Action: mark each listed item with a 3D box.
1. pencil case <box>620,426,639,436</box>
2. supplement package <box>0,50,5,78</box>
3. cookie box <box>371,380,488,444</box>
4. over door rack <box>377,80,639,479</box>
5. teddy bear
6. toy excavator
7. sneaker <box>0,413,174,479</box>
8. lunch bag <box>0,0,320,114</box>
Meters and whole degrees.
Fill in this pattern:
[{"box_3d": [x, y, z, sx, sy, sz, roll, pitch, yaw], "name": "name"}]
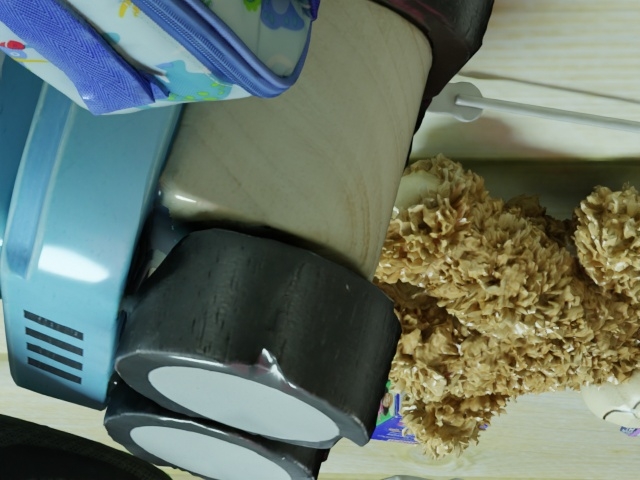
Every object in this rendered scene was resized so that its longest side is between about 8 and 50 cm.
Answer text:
[{"box_3d": [0.334, 0.118, 1.395, 0.206, 0.086, 0.088, 4, 134, -8], "name": "pencil case"}, {"box_3d": [-0.279, -0.092, 0.660, 0.262, 0.199, 0.198, -7, 160, 31], "name": "supplement package"}, {"box_3d": [0.092, 0.157, 1.609, 0.091, 0.040, 0.107, 8, 161, -16], "name": "cookie box"}, {"box_3d": [0.187, 0.037, 0.911, 0.324, 0.240, 0.108, 4, 164, -5], "name": "over door rack"}, {"box_3d": [0.127, 0.052, 1.101, 0.245, 0.113, 0.338, -40, 140, 14], "name": "teddy bear"}, {"box_3d": [-0.183, -0.047, 0.851, 0.445, 0.222, 0.433, 19, 161, -3], "name": "toy excavator"}, {"box_3d": [-0.254, 0.136, 0.758, 0.482, 0.185, 0.202, 11, 166, -34], "name": "sneaker"}, {"box_3d": [-0.070, -0.140, 0.520, 0.090, 0.176, 0.219, -4, 159, 23], "name": "lunch bag"}]
